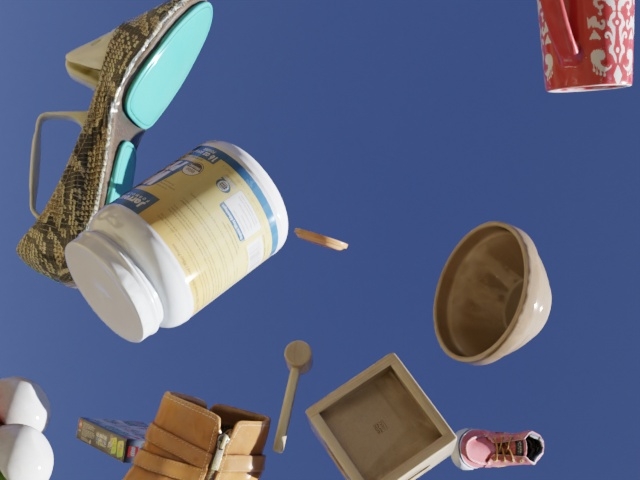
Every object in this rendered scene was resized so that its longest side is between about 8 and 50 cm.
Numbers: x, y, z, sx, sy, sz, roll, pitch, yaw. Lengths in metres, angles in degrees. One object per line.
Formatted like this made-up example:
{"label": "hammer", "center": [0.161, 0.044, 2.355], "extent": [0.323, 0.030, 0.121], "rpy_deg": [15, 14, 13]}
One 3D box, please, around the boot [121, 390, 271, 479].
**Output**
{"label": "boot", "center": [-0.191, 0.271, 1.020], "extent": [0.109, 0.284, 0.220], "rpy_deg": [24, -81, 66]}

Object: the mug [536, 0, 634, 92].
{"label": "mug", "center": [0.268, -0.246, 1.020], "extent": [0.113, 0.150, 0.169], "rpy_deg": [-172, -103, -64]}

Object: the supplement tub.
{"label": "supplement tub", "center": [-0.148, 0.000, 0.998], "extent": [0.144, 0.200, 0.144], "rpy_deg": [34, -35, 28]}

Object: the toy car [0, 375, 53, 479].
{"label": "toy car", "center": [-0.365, 0.202, 0.957], "extent": [0.159, 0.136, 0.182], "rpy_deg": [-30, -145, 2]}

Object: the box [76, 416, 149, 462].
{"label": "box", "center": [-0.294, 0.314, 1.497], "extent": [0.207, 0.114, 0.036], "rpy_deg": [0, -99, 57]}

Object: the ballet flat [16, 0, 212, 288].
{"label": "ballet flat", "center": [-0.322, -0.172, 1.399], "extent": [0.182, 0.164, 0.482], "rpy_deg": [18, -100, 8]}

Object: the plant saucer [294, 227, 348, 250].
{"label": "plant saucer", "center": [0.000, 0.000, 1.409], "extent": [0.084, 0.083, 0.013], "rpy_deg": [15, -95, 45]}

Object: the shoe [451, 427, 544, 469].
{"label": "shoe", "center": [0.278, 0.322, 1.486], "extent": [0.081, 0.178, 0.063], "rpy_deg": [-14, -107, 37]}

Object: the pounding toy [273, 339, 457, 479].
{"label": "pounding toy", "center": [0.027, 0.214, 1.144], "extent": [0.181, 0.094, 0.206], "rpy_deg": [-33, -112, -10]}

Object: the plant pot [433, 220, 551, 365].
{"label": "plant pot", "center": [0.296, 0.095, 1.557], "extent": [0.237, 0.110, 0.237], "rpy_deg": [-41, -141, 46]}
